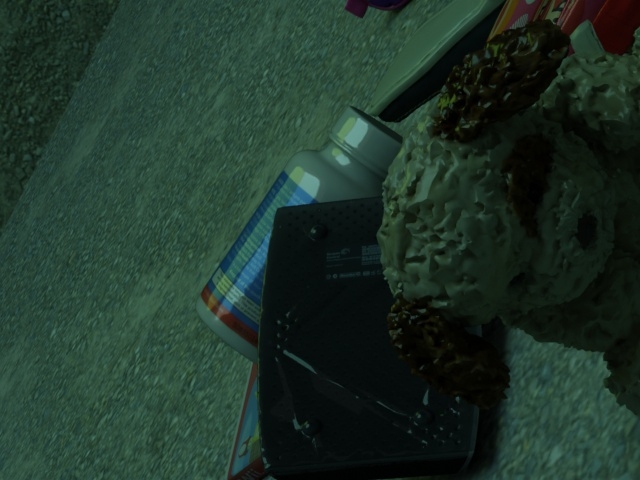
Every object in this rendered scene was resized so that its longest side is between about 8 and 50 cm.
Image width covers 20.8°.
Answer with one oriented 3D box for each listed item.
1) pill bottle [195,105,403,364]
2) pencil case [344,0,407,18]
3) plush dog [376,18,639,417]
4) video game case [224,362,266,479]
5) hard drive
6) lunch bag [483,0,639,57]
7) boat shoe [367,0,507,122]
[{"bbox_3d":[0.000,0.000,1.500,0.221,0.124,0.124,-56,20,9],"label":"pill bottle"},{"bbox_3d":[0.073,-0.356,1.941,0.104,0.104,0.236,-41,25,40],"label":"pencil case"},{"bbox_3d":[0.123,-0.027,1.022,0.210,0.225,0.263,19,109,40],"label":"plush dog"},{"bbox_3d":[0.017,0.083,1.563,0.285,0.025,0.204,-41,27,42],"label":"video game case"},{"bbox_3d":[0.040,0.074,1.339,0.172,0.054,0.255,-6,49,9],"label":"hard drive"},{"bbox_3d":[0.215,-0.183,1.244,0.293,0.120,0.258,-62,3,-4],"label":"lunch bag"},{"bbox_3d":[0.143,-0.182,1.560,0.254,0.079,0.095,-45,22,28],"label":"boat shoe"}]
